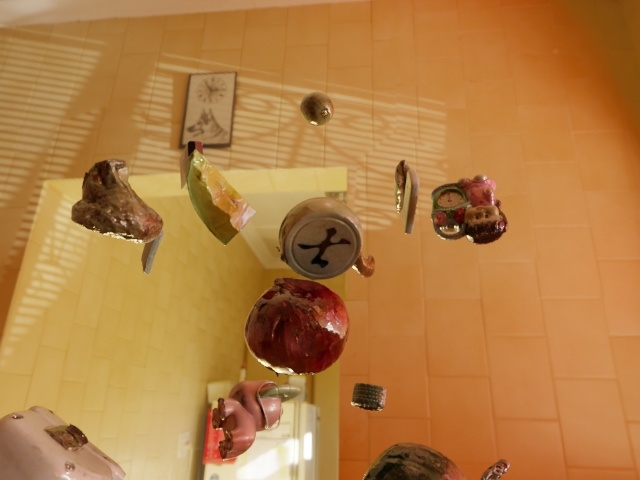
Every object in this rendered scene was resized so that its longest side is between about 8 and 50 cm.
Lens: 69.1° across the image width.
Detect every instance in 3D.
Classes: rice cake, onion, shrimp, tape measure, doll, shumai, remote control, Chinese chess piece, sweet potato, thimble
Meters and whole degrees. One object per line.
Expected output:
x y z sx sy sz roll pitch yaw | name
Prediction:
-0.749 0.028 2.060 0.043 0.127 0.237 13 -63 -32 | rice cake
-0.060 0.215 1.206 0.276 0.276 0.276 2 -21 1 | onion
0.380 0.516 1.027 0.092 0.029 0.038 -10 -51 -29 | shrimp
-0.548 0.460 0.958 0.258 0.130 0.265 40 -21 2 | tape measure
-0.209 0.572 1.527 0.268 0.216 0.284 2 -43 -32 | doll
-0.576 -0.114 1.379 0.260 0.222 0.225 25 -2 -29 | shumai
0.266 -0.115 1.372 0.029 0.087 0.190 0 -50 1 | remote control
0.000 0.000 1.240 0.237 0.092 0.238 -4 -60 -7 | Chinese chess piece
0.134 0.075 1.422 0.058 0.078 0.255 -14 -9 16 | sweet potato
0.194 0.627 1.863 0.135 0.090 0.118 3 -29 17 | thimble

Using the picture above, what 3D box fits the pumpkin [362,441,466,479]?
0.246 0.627 1.169 0.263 0.197 0.293 17 -38 27 | pumpkin

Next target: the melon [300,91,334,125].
-0.014 -0.555 1.963 0.139 0.139 0.192 15 20 -31 | melon

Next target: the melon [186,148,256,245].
-0.353 -0.159 1.566 0.124 0.196 0.323 -13 -56 35 | melon

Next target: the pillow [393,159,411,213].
0.316 -0.199 1.755 0.078 0.134 0.181 -5 -33 3 | pillow

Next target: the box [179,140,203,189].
-0.586 -0.334 2.111 0.071 0.168 0.259 -2 -6 -24 | box

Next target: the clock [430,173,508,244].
0.404 -0.073 1.283 0.194 0.195 0.100 -13 -42 15 | clock
